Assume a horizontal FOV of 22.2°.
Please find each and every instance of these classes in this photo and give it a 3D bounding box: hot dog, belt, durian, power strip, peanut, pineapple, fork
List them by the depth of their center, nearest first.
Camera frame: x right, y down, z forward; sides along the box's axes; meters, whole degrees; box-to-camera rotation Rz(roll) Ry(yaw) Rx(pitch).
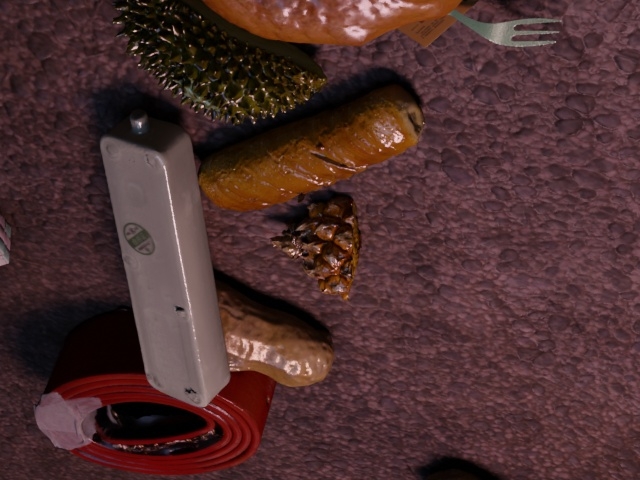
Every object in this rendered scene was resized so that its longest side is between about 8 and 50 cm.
[{"bbox_3d":[0.101,-0.208,1.493,0.235,0.021,0.039,13,141,4],"label":"fork"},{"bbox_3d":[-0.115,-0.170,1.586,0.220,0.095,0.137,34,139,-13],"label":"durian"},{"bbox_3d":[-0.016,-0.090,1.682,0.286,0.061,0.088,-24,116,39],"label":"hot dog"},{"bbox_3d":[0.000,0.000,1.799,0.114,0.077,0.114,11,110,25],"label":"pineapple"},{"bbox_3d":[-0.169,0.019,1.803,0.091,0.062,0.385,18,133,29],"label":"power strip"},{"bbox_3d":[-0.084,0.111,1.946,0.214,0.099,0.099,20,143,-14],"label":"peanut"},{"bbox_3d":[-0.216,0.193,2.076,0.324,0.115,0.227,-5,136,23],"label":"belt"}]

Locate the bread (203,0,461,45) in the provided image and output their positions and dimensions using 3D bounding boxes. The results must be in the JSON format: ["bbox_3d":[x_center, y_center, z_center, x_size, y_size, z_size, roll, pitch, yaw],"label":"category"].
[{"bbox_3d":[0.000,-0.303,1.302,0.312,0.172,0.312,6,135,6],"label":"bread"}]

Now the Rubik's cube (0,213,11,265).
[{"bbox_3d":[-0.407,0.000,1.921,0.073,0.075,0.084,-15,122,8],"label":"Rubik's cube"}]

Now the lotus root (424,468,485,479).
[{"bbox_3d":[0.213,0.370,2.164,0.192,0.088,0.113,35,155,-24],"label":"lotus root"}]

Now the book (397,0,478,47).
[{"bbox_3d":[0.061,-0.250,1.482,0.172,0.012,0.118,30,141,-19],"label":"book"}]
